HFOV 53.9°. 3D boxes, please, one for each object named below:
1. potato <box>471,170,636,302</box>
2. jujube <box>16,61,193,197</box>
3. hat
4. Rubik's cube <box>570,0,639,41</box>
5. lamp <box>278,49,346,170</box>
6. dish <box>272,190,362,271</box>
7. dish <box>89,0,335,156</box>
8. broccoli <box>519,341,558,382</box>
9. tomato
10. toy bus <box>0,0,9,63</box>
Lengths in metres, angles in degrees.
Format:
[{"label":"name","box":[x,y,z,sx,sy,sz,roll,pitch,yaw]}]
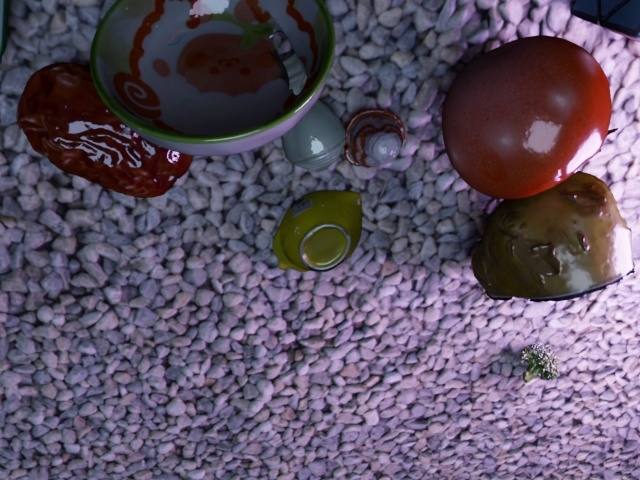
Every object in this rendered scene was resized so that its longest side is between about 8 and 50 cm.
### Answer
[{"label":"potato","box":[0.386,-0.017,1.093,0.247,0.300,0.196,-18,91,-17]},{"label":"jujube","box":[-0.314,-0.162,0.941,0.250,0.174,0.174,27,113,-19]},{"label":"hat","box":[0.092,-0.153,1.006,0.112,0.162,0.093,-34,115,7]},{"label":"Rubik's cube","box":[0.536,-0.378,0.911,0.207,0.205,0.205,15,116,-14]},{"label":"lamp","box":[-0.030,-0.201,1.003,0.106,0.106,0.193,-24,111,6]},{"label":"dish","box":[0.000,0.000,1.129,0.149,0.080,0.207,37,107,-24]},{"label":"dish","box":[-0.140,-0.236,0.882,0.324,0.324,0.124,-9,154,-3]},{"label":"broccoli","box":[0.463,0.264,1.342,0.092,0.097,0.095,-44,77,4]},{"label":"tomato","box":[0.311,-0.187,0.965,0.256,0.256,0.224,-28,112,9]},{"label":"toy bus","box":[-0.499,-0.350,0.829,0.165,0.133,0.276,10,118,-13]}]
